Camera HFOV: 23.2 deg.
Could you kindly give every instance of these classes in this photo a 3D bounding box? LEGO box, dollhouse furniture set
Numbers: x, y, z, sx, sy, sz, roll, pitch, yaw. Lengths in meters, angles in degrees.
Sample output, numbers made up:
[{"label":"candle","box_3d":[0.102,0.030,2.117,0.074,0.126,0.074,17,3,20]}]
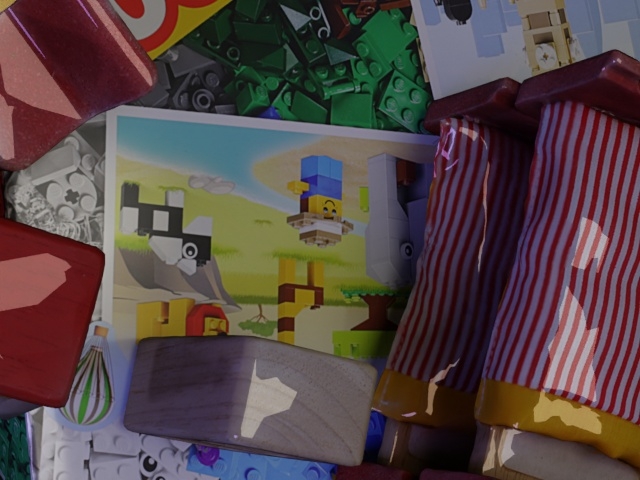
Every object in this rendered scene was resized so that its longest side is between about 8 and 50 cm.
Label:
[{"label":"LEGO box","box_3d":[0.034,-0.031,0.869,0.500,0.193,0.372,-5,88,-29]},{"label":"dollhouse furniture set","box_3d":[0.000,0.000,0.648,0.374,0.152,0.201,19,78,-26]}]
